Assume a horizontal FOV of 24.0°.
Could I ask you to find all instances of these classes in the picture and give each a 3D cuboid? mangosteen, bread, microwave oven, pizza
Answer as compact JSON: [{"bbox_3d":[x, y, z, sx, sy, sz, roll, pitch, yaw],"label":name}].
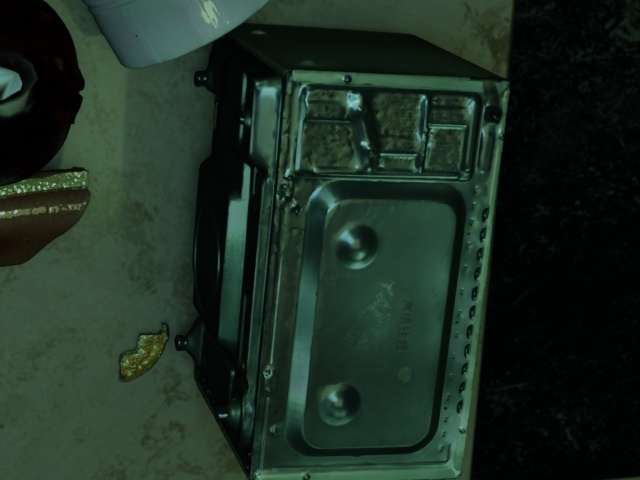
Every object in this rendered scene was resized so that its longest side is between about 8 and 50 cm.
[{"bbox_3d":[-0.323,-0.148,1.408,0.209,0.210,0.210,-6,107,-18],"label":"mangosteen"},{"bbox_3d":[-0.331,-0.022,1.500,0.192,0.067,0.119,-5,151,-21],"label":"bread"},{"bbox_3d":[0.000,0.000,1.498,0.247,0.333,0.394,1,105,-15],"label":"microwave oven"},{"bbox_3d":[-0.192,0.121,1.632,0.037,0.016,0.083,38,95,-26],"label":"pizza"}]

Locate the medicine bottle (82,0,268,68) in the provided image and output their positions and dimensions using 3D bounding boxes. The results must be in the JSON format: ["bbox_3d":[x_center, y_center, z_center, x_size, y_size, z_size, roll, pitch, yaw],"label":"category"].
[{"bbox_3d":[-0.198,-0.364,1.378,0.213,0.213,0.379,-32,114,-8],"label":"medicine bottle"}]
